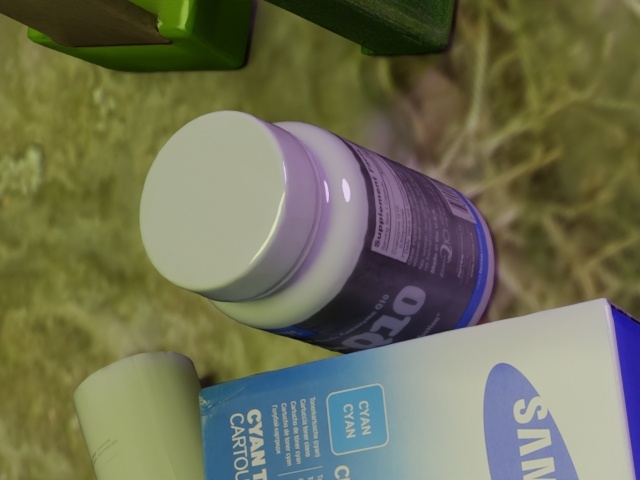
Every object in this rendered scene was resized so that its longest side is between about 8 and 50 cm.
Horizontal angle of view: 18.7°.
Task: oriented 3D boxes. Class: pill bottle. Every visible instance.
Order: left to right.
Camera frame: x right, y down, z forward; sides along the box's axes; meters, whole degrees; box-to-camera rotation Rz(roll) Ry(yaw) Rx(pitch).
[{"bbox_3d":[0.000,0.000,0.725,0.078,0.137,0.078,-10,73,34],"label":"pill bottle"}]

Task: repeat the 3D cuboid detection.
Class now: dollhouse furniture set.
[{"bbox_3d":[-0.045,-0.235,0.810,0.197,0.151,0.302,2,79,36],"label":"dollhouse furniture set"}]

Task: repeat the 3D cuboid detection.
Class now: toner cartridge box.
[{"bbox_3d":[0.056,0.208,0.661,0.165,0.075,0.348,-14,70,23],"label":"toner cartridge box"}]

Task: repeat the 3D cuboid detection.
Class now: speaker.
[{"bbox_3d":[-0.058,0.114,0.788,0.055,0.055,0.136,-35,60,23],"label":"speaker"}]
